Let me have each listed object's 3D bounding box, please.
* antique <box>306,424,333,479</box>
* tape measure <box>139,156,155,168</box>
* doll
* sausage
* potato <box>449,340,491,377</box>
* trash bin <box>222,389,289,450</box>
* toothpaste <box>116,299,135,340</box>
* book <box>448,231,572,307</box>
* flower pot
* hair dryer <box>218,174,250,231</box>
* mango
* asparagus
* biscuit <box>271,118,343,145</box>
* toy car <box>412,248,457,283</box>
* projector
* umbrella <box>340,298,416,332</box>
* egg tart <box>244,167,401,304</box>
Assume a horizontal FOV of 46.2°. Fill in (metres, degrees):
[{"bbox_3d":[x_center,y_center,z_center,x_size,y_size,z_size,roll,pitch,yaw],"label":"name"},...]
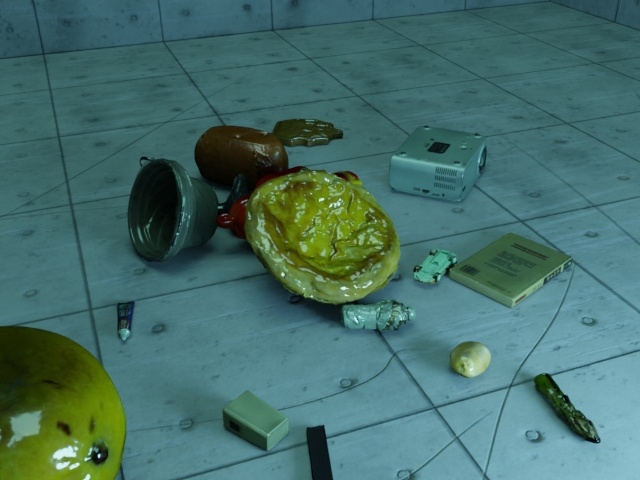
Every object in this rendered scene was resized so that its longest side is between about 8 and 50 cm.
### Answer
[{"bbox_3d":[0.002,0.342,1.097,0.031,0.015,0.192,-5,29,-4],"label":"antique"},{"bbox_3d":[-0.365,-0.154,1.841,0.104,0.180,0.107,-20,32,-1],"label":"tape measure"},{"bbox_3d":[-0.064,-0.081,1.701,0.363,0.160,0.182,-17,37,-25],"label":"doll"},{"bbox_3d":[-0.212,-0.217,1.967,0.267,0.141,0.153,13,32,24],"label":"sausage"},{"bbox_3d":[0.254,0.205,1.287,0.068,0.062,0.083,-17,-10,28],"label":"potato"},{"bbox_3d":[-0.100,0.283,1.178,0.092,0.043,0.061,21,36,32],"label":"trash bin"},{"bbox_3d":[-0.377,0.151,1.443,0.037,0.021,0.140,-5,27,-10],"label":"toothpaste"},{"bbox_3d":[0.400,0.056,1.581,0.230,0.026,0.161,-26,39,-37],"label":"book"},{"bbox_3d":[-0.315,-0.064,1.659,0.140,0.236,0.235,2,21,-43],"label":"flower pot"},{"bbox_3d":[-0.268,-0.089,1.796,0.219,0.075,0.196,-3,38,-4],"label":"hair dryer"},{"bbox_3d":[-0.450,0.259,1.072,0.301,0.221,0.445,-28,30,-30],"label":"mango"},{"bbox_3d":[0.396,0.270,1.199,0.036,0.030,0.165,17,20,-27],"label":"asparagus"},{"bbox_3d":[-0.038,-0.332,2.273,0.215,0.034,0.182,3,30,7],"label":"biscuit"},{"bbox_3d":[0.241,0.058,1.575,0.059,0.035,0.122,19,44,31],"label":"toy car"},{"bbox_3d":[0.315,-0.208,1.968,0.198,0.108,0.250,14,32,22],"label":"projector"},{"bbox_3d":[0.109,0.142,1.412,0.143,0.062,0.067,-4,-1,-3],"label":"umbrella"},{"bbox_3d":[0.003,0.003,1.527,0.341,0.129,0.341,7,50,-9],"label":"egg tart"}]
